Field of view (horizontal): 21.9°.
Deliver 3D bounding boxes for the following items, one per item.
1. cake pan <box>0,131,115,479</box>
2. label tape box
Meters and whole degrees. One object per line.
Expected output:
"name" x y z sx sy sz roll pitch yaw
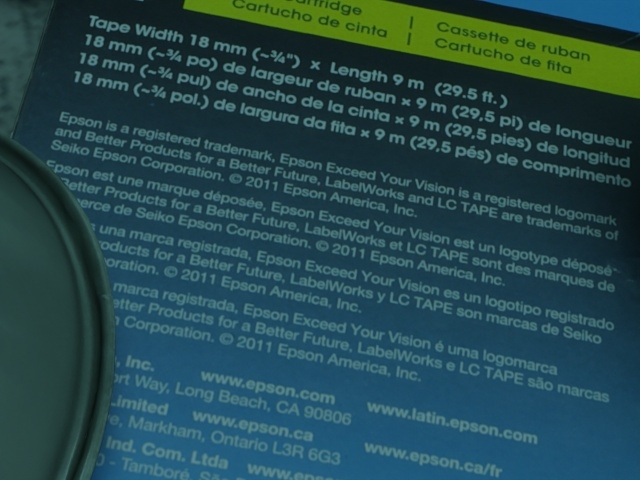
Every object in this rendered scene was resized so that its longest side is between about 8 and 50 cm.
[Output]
"cake pan" -0.209 0.054 0.522 0.293 0.054 0.293 -11 50 13
"label tape box" 0.000 0.000 0.642 0.241 0.106 0.333 11 54 -2
